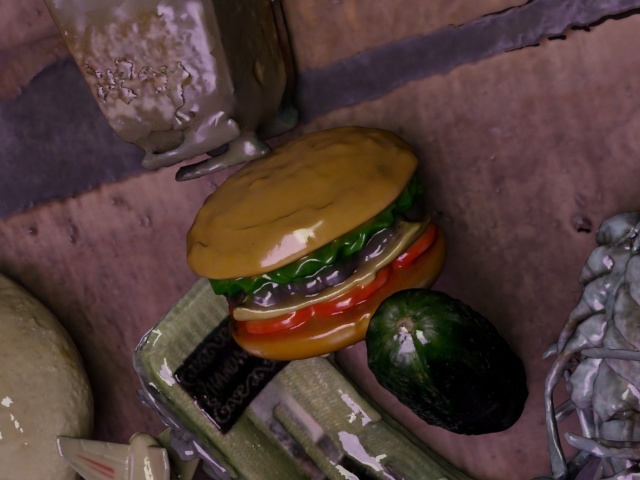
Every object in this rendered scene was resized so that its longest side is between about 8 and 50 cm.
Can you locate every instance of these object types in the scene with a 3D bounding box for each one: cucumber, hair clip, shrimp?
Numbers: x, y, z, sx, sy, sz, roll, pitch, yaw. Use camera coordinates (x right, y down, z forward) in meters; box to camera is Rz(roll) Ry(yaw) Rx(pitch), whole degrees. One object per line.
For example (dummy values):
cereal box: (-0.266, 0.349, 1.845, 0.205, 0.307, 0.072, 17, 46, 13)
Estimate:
cucumber: (0.077, 0.074, 0.747, 0.074, 0.241, 0.075, -3, 76, 14)
hair clip: (0.012, 0.162, 0.855, 0.321, 0.138, 0.091, 44, 155, 1)
shrimp: (0.189, 0.026, 0.709, 0.166, 0.221, 0.411, 8, 94, -10)

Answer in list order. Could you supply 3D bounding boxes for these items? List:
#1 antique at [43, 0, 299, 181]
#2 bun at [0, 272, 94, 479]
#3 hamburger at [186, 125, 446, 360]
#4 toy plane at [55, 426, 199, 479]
antique: (-0.104, -0.178, 0.762, 0.150, 0.125, 0.284, -15, 104, 25)
bun: (-0.271, 0.119, 0.902, 0.222, 0.127, 0.222, -4, 80, 24)
hamburger: (0.000, 0.000, 0.775, 0.162, 0.162, 0.115, -18, 111, 25)
toy plane: (-0.101, 0.247, 0.870, 0.104, 0.241, 0.256, 5, 104, 61)
